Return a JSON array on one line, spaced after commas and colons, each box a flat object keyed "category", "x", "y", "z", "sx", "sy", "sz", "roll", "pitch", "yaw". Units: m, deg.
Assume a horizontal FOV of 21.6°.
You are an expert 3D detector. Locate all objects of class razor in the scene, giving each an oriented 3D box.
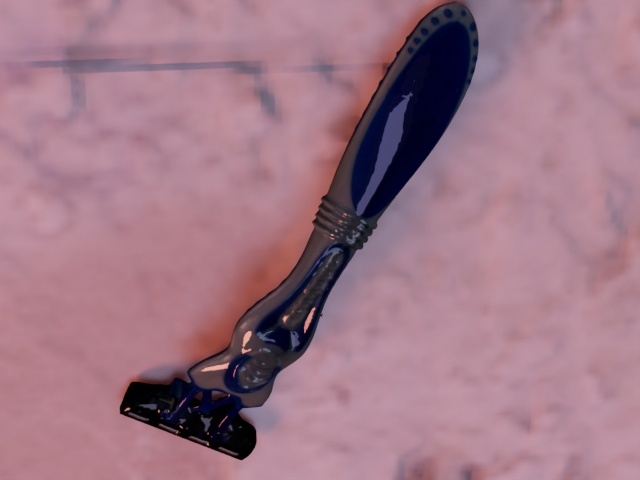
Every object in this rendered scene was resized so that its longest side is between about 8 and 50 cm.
[{"category": "razor", "x": 0.000, "y": 0.003, "z": 0.465, "sx": 0.044, "sy": 0.028, "sz": 0.154, "roll": 25, "pitch": 112, "yaw": -22}]
